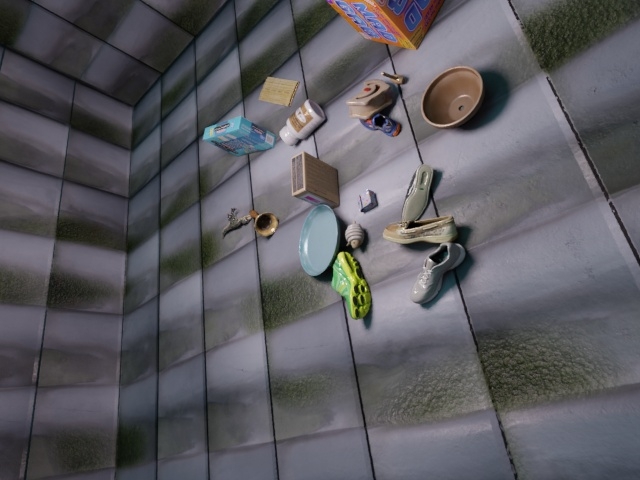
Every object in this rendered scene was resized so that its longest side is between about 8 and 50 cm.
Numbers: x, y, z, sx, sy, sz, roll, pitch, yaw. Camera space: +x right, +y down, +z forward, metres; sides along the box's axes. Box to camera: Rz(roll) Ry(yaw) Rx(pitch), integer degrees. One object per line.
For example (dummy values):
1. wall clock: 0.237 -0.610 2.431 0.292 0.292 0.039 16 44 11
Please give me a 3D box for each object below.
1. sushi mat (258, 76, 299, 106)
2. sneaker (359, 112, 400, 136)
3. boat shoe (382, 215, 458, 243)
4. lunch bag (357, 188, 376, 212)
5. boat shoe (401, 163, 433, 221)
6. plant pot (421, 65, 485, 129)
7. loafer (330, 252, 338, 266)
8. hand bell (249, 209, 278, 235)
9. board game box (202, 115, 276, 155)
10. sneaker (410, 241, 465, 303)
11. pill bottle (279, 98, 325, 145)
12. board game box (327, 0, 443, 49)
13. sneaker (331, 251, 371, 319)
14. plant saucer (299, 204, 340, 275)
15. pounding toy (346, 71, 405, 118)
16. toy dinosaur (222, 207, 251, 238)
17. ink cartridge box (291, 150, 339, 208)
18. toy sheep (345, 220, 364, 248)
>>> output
1. sushi mat: -0.246 -0.864 2.401 0.316 0.019 0.152 29 98 44
2. sneaker: 0.247 -0.522 1.804 0.221 0.087 0.083 31 98 43
3. boat shoe: 0.360 -0.048 1.530 0.285 0.104 0.090 -1 117 34
4. lunch bag: 0.191 -0.166 1.770 0.083 0.053 0.071 -32 56 42
5. boat shoe: 0.372 -0.179 1.610 0.079 0.083 0.233 -120 46 -79
6. plant pot: 0.507 -0.515 1.551 0.237 0.109 0.238 -15 66 39
7. loafer: 0.054 0.057 1.833 0.045 0.039 0.125 -17 66 38
8. hand bell: -0.331 -0.119 2.214 0.242 0.126 0.126 33 100 56
9. board game box: -0.459 -0.581 2.346 0.335 0.253 0.079 0 76 42
10. sneaker: 0.387 0.107 1.461 0.099 0.121 0.263 45 108 41
11. pill bottle: -0.097 -0.590 2.106 0.229 0.131 0.131 -37 55 29
12. board game box: 0.285 -1.095 1.759 0.356 0.356 0.357 39 104 42
13. sneaker: 0.119 0.192 1.705 0.123 0.109 0.296 -45 47 41
14. plant saucer: 0.000 0.000 1.851 0.317 0.043 0.318 -21 64 54
15. pounding toy: 0.218 -0.653 1.788 0.269 0.155 0.154 -38 45 -19
16. toy dinosaur: -0.501 -0.112 2.377 0.268 0.064 0.118 -28 66 37
17. ink cartridge box: -0.023 -0.264 1.868 0.088 0.234 0.194 -18 65 38
18. toy sheep: 0.143 -0.025 1.750 0.091 0.091 0.132 -27 55 34
